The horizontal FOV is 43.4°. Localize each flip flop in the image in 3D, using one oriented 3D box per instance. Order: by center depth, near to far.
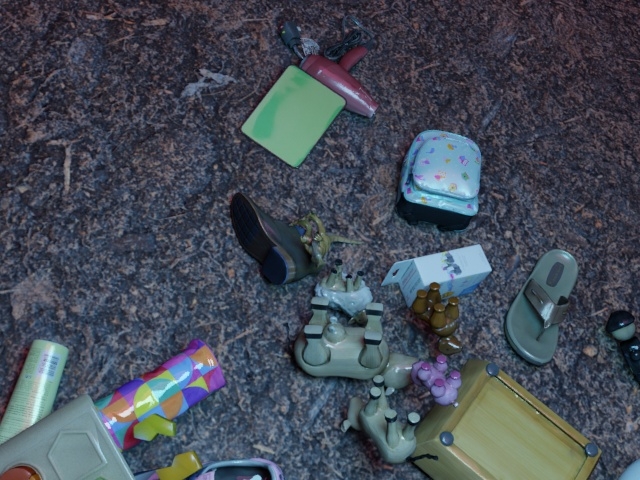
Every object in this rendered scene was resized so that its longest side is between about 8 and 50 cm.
[{"bbox_3d":[0.444,0.118,1.569,0.112,0.080,0.277,31,59,4],"label":"flip flop"}]

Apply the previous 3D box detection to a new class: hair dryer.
[{"bbox_3d":[0.052,-0.387,1.753,0.224,0.080,0.293,-11,65,-20],"label":"hair dryer"}]

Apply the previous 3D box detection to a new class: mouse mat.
[{"bbox_3d":[-0.055,-0.258,1.663,0.153,0.007,0.189,35,81,7],"label":"mouse mat"}]

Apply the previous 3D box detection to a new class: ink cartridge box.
[{"bbox_3d":[0.217,0.071,1.525,0.181,0.104,0.061,-11,65,-18],"label":"ink cartridge box"}]

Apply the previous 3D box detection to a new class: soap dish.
[{"bbox_3d":[0.321,0.365,1.381,0.291,0.118,0.229,39,60,10],"label":"soap dish"}]

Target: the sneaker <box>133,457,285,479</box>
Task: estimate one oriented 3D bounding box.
[{"bbox_3d":[-0.209,0.386,1.231,0.319,0.131,0.112,-8,63,-16],"label":"sneaker"}]

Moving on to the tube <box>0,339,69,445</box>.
[{"bbox_3d":[-0.467,0.279,1.276,0.062,0.070,0.240,36,56,-44],"label":"tube"}]

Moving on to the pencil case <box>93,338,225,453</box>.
[{"bbox_3d":[-0.273,0.255,1.310,0.236,0.104,0.104,-28,72,-26],"label":"pencil case"}]

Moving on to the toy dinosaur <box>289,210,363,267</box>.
[{"bbox_3d":[0.000,0.000,1.499,0.112,0.064,0.211,58,24,-5],"label":"toy dinosaur"}]

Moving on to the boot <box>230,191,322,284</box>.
[{"bbox_3d":[-0.086,-0.006,1.529,0.106,0.082,0.219,-4,51,-43],"label":"boot"}]

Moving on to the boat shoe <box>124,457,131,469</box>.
[{"bbox_3d":[-0.354,0.362,1.236,0.133,0.049,0.042,-14,99,10],"label":"boat shoe"}]

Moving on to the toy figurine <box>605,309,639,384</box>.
[{"bbox_3d":[0.679,0.164,1.524,0.209,0.213,0.148,-23,83,-23],"label":"toy figurine"}]

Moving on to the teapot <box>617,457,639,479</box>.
[{"bbox_3d":[0.553,0.470,1.309,0.256,0.187,0.252,52,46,1],"label":"teapot"}]

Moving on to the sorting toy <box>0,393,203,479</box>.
[{"bbox_3d":[-0.343,0.349,1.185,0.307,0.041,0.229,-32,78,2],"label":"sorting toy"}]

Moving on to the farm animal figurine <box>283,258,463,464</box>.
[{"bbox_3d":[0.091,0.216,1.380,0.327,0.172,0.330,18,43,17],"label":"farm animal figurine"}]

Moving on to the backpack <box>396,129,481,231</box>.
[{"bbox_3d":[0.244,-0.134,1.626,0.166,0.144,0.188,11,57,-1],"label":"backpack"}]
